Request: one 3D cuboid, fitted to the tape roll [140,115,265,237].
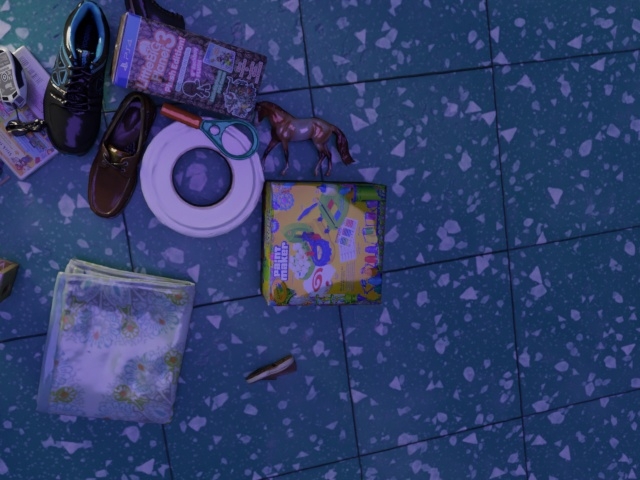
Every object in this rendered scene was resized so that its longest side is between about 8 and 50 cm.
[{"bbox_3d":[-0.280,-0.151,1.469,0.286,0.100,0.286,-1,97,-12],"label":"tape roll"}]

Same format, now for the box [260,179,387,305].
[{"bbox_3d":[0.000,0.000,1.510,0.279,0.177,0.290,1,98,-13],"label":"box"}]

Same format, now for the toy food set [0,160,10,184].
[{"bbox_3d":[-0.770,-0.175,1.397,0.078,0.019,0.122,-38,103,-5],"label":"toy food set"}]

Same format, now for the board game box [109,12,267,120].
[{"bbox_3d":[-0.294,-0.376,1.335,0.291,0.232,0.141,11,104,-24],"label":"board game box"}]

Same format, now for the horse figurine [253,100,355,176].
[{"bbox_3d":[-0.043,-0.248,1.526,0.263,0.066,0.175,3,103,-10],"label":"horse figurine"}]

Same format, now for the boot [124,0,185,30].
[{"bbox_3d":[-0.379,-0.540,1.416,0.137,0.077,0.198,-7,112,-16],"label":"boot"}]

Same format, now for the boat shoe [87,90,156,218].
[{"bbox_3d":[-0.468,-0.196,1.415,0.110,0.104,0.307,16,93,-10],"label":"boat shoe"}]

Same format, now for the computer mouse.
[{"bbox_3d":[-0.665,-0.327,1.352,0.106,0.042,0.193,-8,97,27],"label":"computer mouse"}]

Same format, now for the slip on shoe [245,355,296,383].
[{"bbox_3d":[-0.126,0.345,1.595,0.135,0.051,0.041,-24,99,-16],"label":"slip on shoe"}]

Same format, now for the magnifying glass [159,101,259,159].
[{"bbox_3d":[-0.249,-0.254,1.398,0.231,0.026,0.092,22,92,-13],"label":"magnifying glass"}]

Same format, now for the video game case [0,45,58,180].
[{"bbox_3d":[-0.676,-0.287,1.401,0.206,0.026,0.227,-39,104,-5],"label":"video game case"}]

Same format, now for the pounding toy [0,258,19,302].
[{"bbox_3d":[-0.798,0.079,1.342,0.206,0.181,0.094,18,94,-14],"label":"pounding toy"}]

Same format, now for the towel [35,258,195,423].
[{"bbox_3d":[-0.487,0.251,1.482,0.320,0.090,0.375,11,95,-13],"label":"towel"}]

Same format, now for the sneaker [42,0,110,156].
[{"bbox_3d":[-0.534,-0.355,1.345,0.125,0.139,0.341,5,92,-23],"label":"sneaker"}]
